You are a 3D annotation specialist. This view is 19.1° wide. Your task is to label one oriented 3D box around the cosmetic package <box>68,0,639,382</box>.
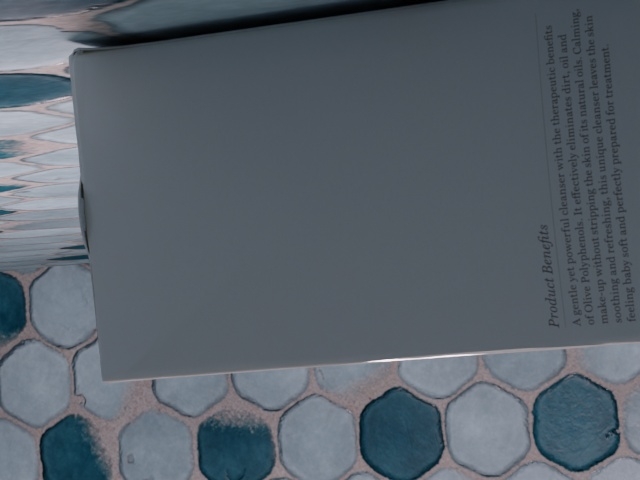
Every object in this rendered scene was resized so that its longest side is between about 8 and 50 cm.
[{"bbox_3d":[0.058,-0.031,1.064,0.365,0.197,0.155,-4,180,21],"label":"cosmetic package"}]
